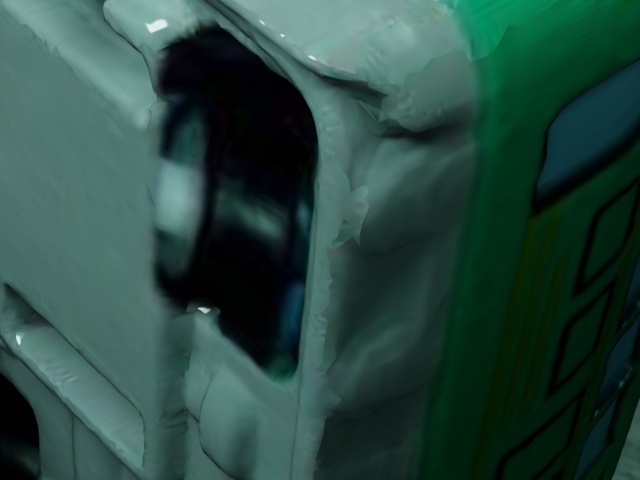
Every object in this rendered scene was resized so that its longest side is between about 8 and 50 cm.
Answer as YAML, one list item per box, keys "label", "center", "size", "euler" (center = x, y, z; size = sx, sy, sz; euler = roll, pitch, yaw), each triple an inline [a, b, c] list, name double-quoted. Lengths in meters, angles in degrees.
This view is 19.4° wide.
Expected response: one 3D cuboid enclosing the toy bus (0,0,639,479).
- label: "toy bus"
  center: [0.000, 0.000, 0.535]
  size: [0.199, 0.343, 0.183]
  euler: [-31, 57, -32]
